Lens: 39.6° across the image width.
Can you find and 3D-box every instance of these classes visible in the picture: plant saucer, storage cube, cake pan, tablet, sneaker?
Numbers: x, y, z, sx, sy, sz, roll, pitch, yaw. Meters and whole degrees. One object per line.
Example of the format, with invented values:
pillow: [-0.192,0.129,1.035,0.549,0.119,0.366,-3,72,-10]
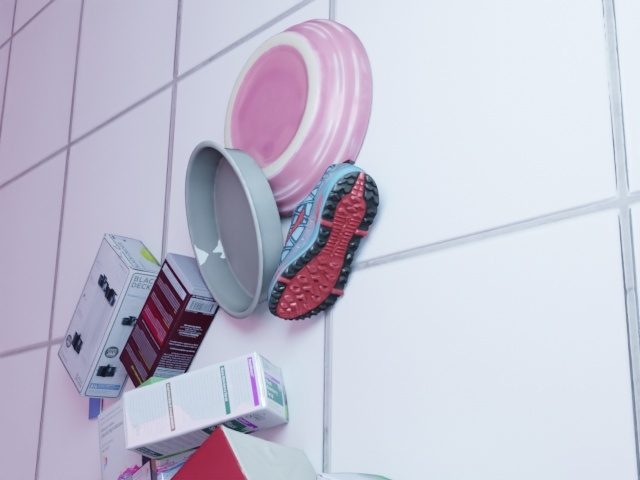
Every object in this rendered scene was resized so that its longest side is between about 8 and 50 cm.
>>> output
plant saucer: [-0.055,-0.208,1.453,0.332,0.084,0.332,-18,66,46]
storage cube: [-0.102,0.403,1.224,0.193,0.183,0.215,-49,44,11]
cake pan: [-0.141,-0.020,1.445,0.293,0.054,0.293,34,131,52]
tablet: [-0.470,0.331,1.858,0.054,0.006,0.083,-23,63,45]
sneaker: [0.000,0.000,1.336,0.262,0.104,0.125,-59,24,14]

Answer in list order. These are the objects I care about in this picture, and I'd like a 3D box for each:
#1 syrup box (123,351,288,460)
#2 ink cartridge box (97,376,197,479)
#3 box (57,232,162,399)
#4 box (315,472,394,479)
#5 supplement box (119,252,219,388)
syrup box: [-0.177,0.258,1.372,0.237,0.093,0.096,-18,62,14]
ink cartridge box: [-0.277,0.400,1.514,0.201,0.117,0.278,-36,54,39]
box: [-0.418,0.152,1.785,0.169,0.087,0.290,38,109,49]
box: [0.097,0.418,1.048,0.262,0.127,0.231,3,81,51]
supplement box: [-0.274,0.159,1.618,0.130,0.073,0.239,47,114,47]
